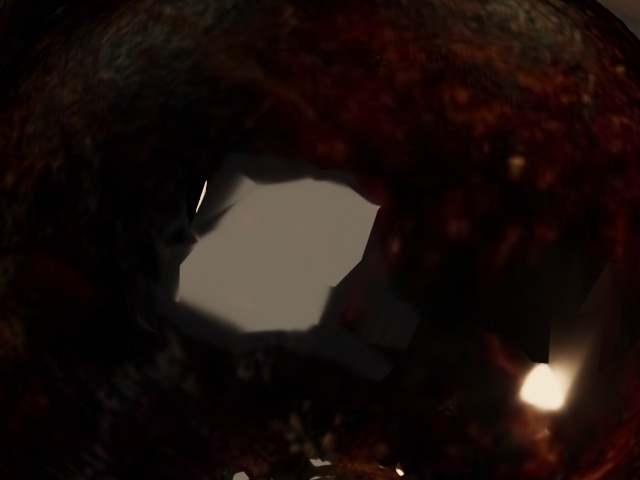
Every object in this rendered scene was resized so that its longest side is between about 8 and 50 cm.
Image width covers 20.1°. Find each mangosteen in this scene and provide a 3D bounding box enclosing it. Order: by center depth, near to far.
[{"bbox_3d":[0.000,0.010,0.713,0.330,0.330,0.330,0,92,11],"label":"mangosteen"}]

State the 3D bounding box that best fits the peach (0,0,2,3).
[{"bbox_3d":[-0.284,-0.079,0.872,0.279,0.068,0.189,-17,86,12],"label":"peach"}]
